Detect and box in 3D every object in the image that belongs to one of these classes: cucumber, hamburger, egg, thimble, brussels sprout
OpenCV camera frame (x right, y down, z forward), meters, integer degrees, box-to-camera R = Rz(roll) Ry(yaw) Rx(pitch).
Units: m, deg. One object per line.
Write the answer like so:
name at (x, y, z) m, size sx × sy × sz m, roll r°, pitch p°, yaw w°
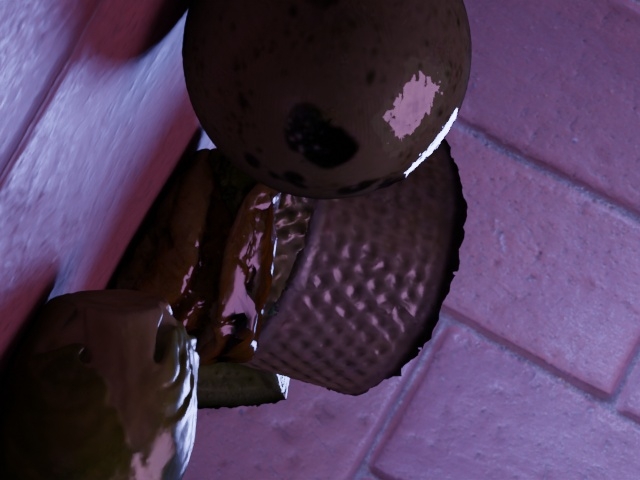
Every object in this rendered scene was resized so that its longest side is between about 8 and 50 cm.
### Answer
cucumber at (-0.127, 0.120, 2.030) m, size 0.086 × 0.193 × 0.115 m, roll -62°, pitch 150°, yaw -44°
hamburger at (-0.086, 0.016, 1.613) m, size 0.206 × 0.130 × 0.183 m, roll -63°, pitch -179°, yaw -12°
egg at (0.005, -0.125, 1.184) m, size 0.228 × 0.177 × 0.177 m, roll -83°, pitch -162°, yaw -57°
thimble at (0.000, 0.000, 1.765) m, size 0.271 × 0.150 × 0.271 m, roll -41°, pitch -139°, yaw 48°
brussels sprout at (-0.150, 0.125, 1.283) m, size 0.161 × 0.143 × 0.181 m, roll -26°, pitch 126°, yaw -52°
